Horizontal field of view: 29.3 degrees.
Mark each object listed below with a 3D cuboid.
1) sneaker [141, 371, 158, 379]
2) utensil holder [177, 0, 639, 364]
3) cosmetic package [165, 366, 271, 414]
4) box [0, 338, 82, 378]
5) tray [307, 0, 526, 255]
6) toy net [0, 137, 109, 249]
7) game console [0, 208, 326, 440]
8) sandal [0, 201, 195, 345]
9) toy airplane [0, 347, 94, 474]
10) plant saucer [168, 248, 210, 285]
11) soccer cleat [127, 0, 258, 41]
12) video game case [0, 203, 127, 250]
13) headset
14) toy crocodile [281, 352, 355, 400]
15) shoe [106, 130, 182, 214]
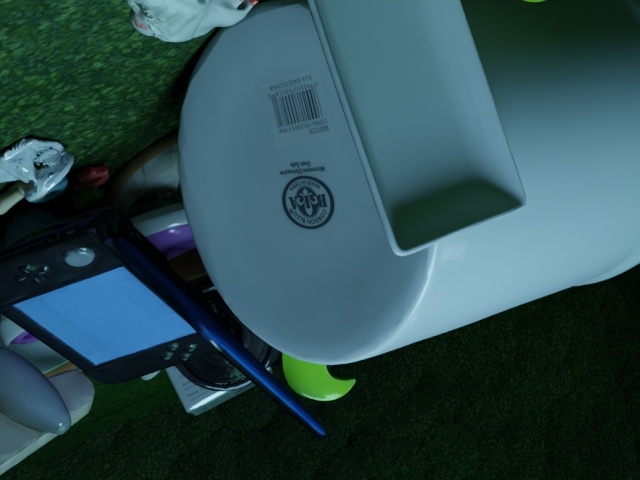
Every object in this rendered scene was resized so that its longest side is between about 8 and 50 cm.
[{"bbox_3d":[-0.229,0.106,1.844,0.235,0.095,0.090,-48,-161,10],"label":"sneaker"},{"bbox_3d":[0.111,-0.077,1.117,0.385,0.328,0.327,-17,165,-44],"label":"utensil holder"},{"bbox_3d":[-0.185,0.169,1.992,0.151,0.184,0.151,-27,170,-6],"label":"cosmetic package"},{"bbox_3d":[-0.377,0.145,1.619,0.170,0.091,0.130,-27,170,-5],"label":"box"},{"bbox_3d":[0.050,-0.131,0.848,0.145,0.270,0.030,-19,-179,-40],"label":"tray"},{"bbox_3d":[-0.247,-0.041,1.137,0.122,0.045,0.232,-24,169,-16],"label":"toy net"},{"bbox_3d":[-0.167,0.114,1.200,0.250,0.173,0.293,-19,147,13],"label":"game console"},{"bbox_3d":[-0.223,0.058,1.369,0.169,0.102,0.416,-20,174,-40],"label":"sandal"},{"bbox_3d":[-0.451,0.246,1.330,0.384,0.272,0.386,-5,-160,-4],"label":"toy airplane"},{"bbox_3d":[-0.154,0.037,1.640,0.259,0.048,0.258,-19,173,19],"label":"plant saucer"},{"bbox_3d":[-0.106,-0.167,0.823,0.076,0.068,0.196,-27,174,16],"label":"soccer cleat"},{"bbox_3d":[-0.318,0.024,1.355,0.173,0.022,0.190,-21,168,-35],"label":"video game case"},{"bbox_3d":[-0.097,0.078,1.505,0.394,0.185,0.243,-5,-176,17],"label":"headset"},{"bbox_3d":[0.000,0.000,1.299,0.105,0.341,0.115,7,164,0],"label":"toy crocodile"},{"bbox_3d":[-0.130,-0.077,1.230,0.219,0.058,0.076,-33,169,27],"label":"shoe"}]
